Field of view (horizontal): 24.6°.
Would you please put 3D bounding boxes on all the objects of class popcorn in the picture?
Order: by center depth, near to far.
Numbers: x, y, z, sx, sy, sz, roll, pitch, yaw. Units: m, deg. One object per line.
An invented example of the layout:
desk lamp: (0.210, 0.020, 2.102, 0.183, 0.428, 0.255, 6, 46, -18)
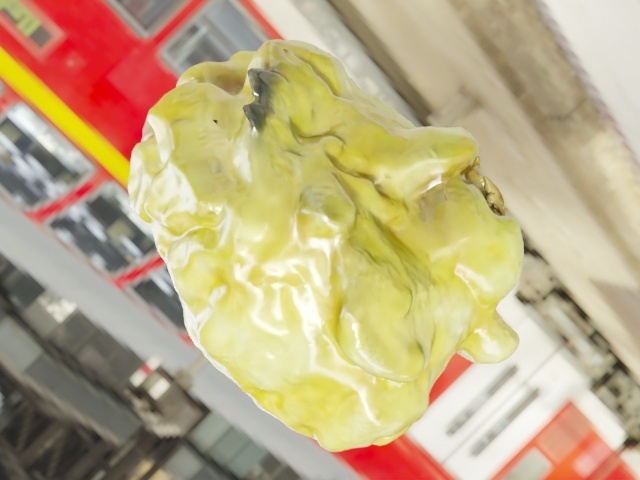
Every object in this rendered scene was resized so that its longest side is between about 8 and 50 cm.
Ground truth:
popcorn: (0.000, 0.000, 0.962, 0.252, 0.215, 0.286, 0, -127, -33)
